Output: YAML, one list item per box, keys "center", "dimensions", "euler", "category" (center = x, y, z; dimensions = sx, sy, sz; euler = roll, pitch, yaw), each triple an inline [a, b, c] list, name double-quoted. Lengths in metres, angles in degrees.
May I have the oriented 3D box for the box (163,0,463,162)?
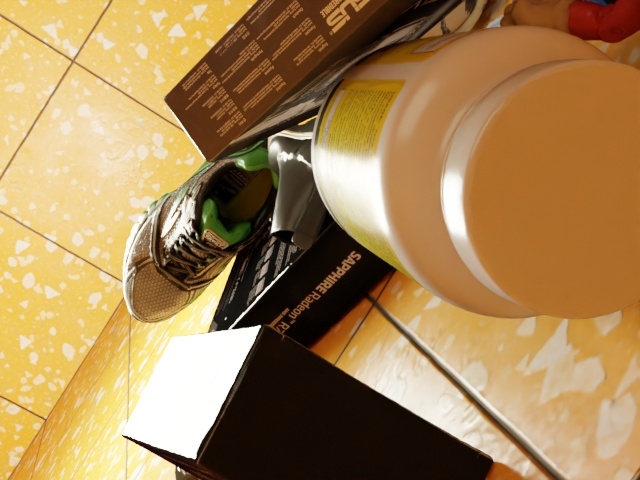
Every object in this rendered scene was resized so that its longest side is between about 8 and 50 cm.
- center: [0.040, -0.204, 0.810]
  dimensions: [0.307, 0.076, 0.242]
  euler: [-36, -1, 37]
  category: "box"

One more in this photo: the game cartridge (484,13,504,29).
- center: [0.205, -0.235, 1.075]
  dimensions: [0.056, 0.017, 0.083]
  euler: [-58, 14, -16]
  category: "game cartridge"

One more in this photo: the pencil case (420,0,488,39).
- center: [0.139, -0.400, 1.291]
  dimensions: [0.160, 0.183, 0.410]
  euler: [-24, 27, 19]
  category: "pencil case"

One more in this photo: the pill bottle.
- center: [0.112, -0.052, 0.663]
  dimensions: [0.188, 0.188, 0.334]
  euler: [-57, 14, 2]
  category: "pill bottle"

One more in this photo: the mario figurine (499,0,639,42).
- center: [0.227, -0.239, 0.687]
  dimensions: [0.320, 0.170, 0.198]
  euler: [-93, 2, -78]
  category: "mario figurine"

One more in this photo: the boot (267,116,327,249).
- center: [-0.034, -0.055, 1.018]
  dimensions: [0.137, 0.077, 0.198]
  euler: [-67, 16, -11]
  category: "boot"

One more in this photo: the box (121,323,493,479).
- center: [-0.026, 0.153, 0.701]
  dimensions: [0.103, 0.184, 0.261]
  euler: [-65, 16, -16]
  category: "box"

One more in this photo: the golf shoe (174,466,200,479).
- center: [-0.105, 0.235, 1.012]
  dimensions: [0.273, 0.105, 0.120]
  euler: [-156, 80, -80]
  category: "golf shoe"

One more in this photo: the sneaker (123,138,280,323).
- center: [-0.156, -0.018, 1.217]
  dimensions: [0.343, 0.134, 0.146]
  euler: [-52, 15, 23]
  category: "sneaker"

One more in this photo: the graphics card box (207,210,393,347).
- center: [0.000, 0.000, 1.111]
  dimensions: [0.371, 0.094, 0.232]
  euler: [-45, 19, 37]
  category: "graphics card box"
